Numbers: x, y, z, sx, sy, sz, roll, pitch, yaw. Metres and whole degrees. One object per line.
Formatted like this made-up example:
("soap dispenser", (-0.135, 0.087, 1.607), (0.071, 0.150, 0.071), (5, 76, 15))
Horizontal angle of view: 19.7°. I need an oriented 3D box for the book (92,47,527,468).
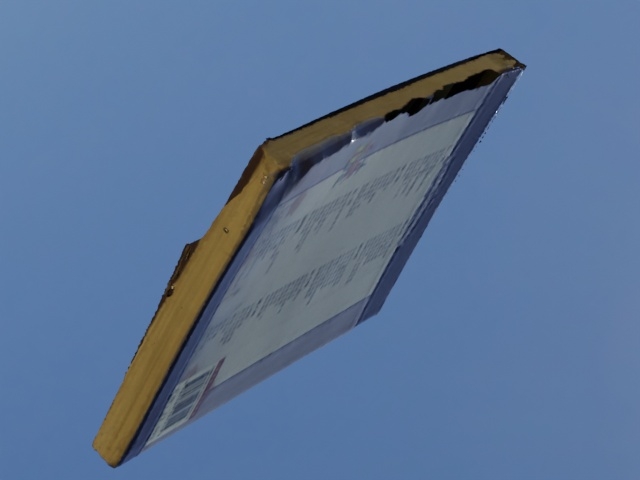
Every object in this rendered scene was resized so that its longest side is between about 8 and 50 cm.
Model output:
("book", (-0.001, -0.001, 0.801), (0.231, 0.026, 0.157), (-27, 152, -57))
